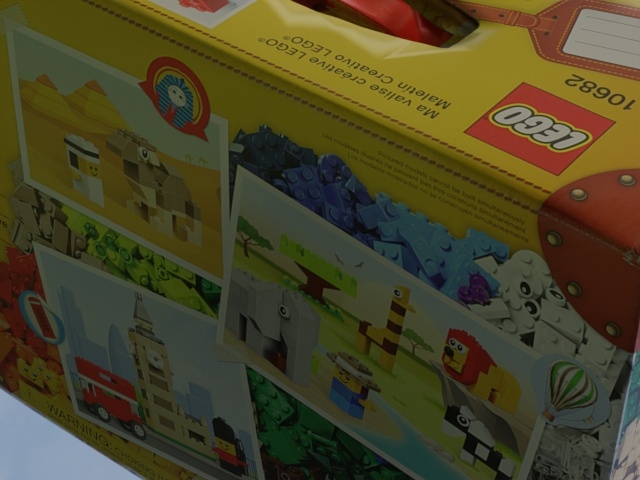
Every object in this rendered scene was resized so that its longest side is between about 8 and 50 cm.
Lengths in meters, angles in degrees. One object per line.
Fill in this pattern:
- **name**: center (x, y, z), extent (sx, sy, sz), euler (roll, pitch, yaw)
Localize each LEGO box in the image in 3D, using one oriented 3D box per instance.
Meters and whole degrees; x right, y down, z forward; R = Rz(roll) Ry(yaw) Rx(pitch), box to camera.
- **LEGO box**: center (0.000, 0.000, 1.022), extent (0.500, 0.372, 0.193), euler (27, -134, 28)
